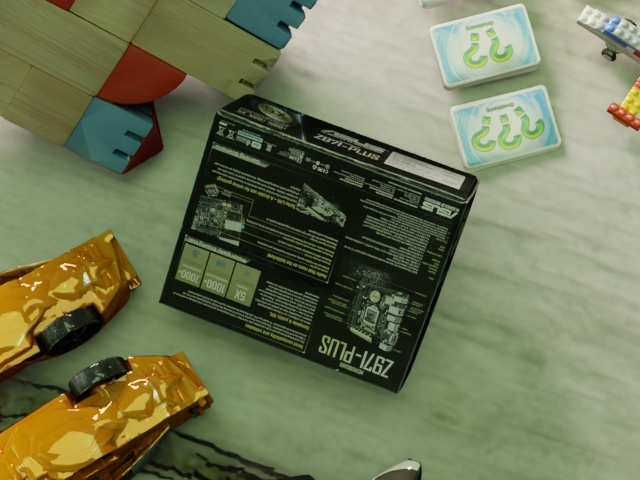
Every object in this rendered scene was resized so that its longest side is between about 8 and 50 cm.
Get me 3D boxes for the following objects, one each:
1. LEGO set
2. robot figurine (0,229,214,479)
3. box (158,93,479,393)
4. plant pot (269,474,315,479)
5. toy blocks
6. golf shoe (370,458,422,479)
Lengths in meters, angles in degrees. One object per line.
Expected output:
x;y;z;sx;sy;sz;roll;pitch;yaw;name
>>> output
0.205;-0.167;1.042;0.244;0.060;0.182;-13;83;-3;LEGO set
-0.233;0.129;0.963;0.291;0.085;0.211;-30;76;-7;robot figurine
0.000;0.000;0.964;0.180;0.077;0.147;20;107;7;box
-0.055;0.252;0.886;0.167;0.188;0.187;-25;75;-19;plant pot
-0.122;-0.201;0.974;0.261;0.191;0.381;27;115;-24;toy blocks
0.101;0.229;0.933;0.198;0.077;0.094;41;79;10;golf shoe
